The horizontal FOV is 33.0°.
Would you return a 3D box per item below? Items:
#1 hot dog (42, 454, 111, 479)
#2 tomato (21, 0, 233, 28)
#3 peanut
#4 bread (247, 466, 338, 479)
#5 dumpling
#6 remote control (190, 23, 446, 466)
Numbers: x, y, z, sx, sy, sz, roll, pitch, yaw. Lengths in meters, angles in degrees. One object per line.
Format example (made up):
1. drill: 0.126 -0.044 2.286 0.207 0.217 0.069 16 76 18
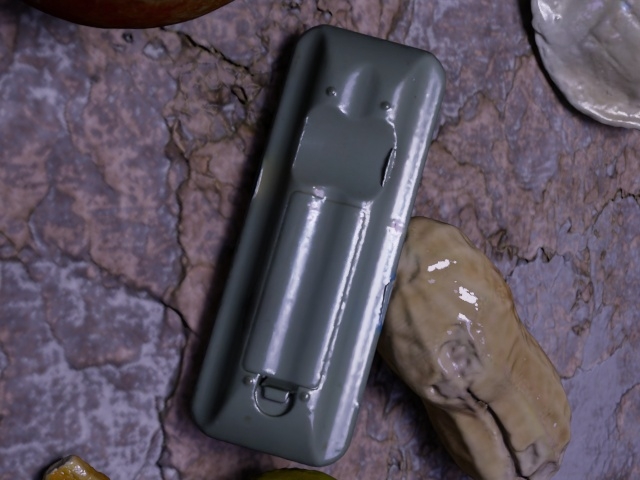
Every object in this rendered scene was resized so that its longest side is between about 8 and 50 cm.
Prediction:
1. hot dog: -0.152 0.208 0.792 0.044 0.028 0.137 -34 113 -2
2. tomato: -0.123 -0.267 0.662 0.270 0.222 0.270 -5 106 -18
3. peanut: 0.130 0.105 0.935 0.130 0.130 0.290 -48 120 -24
4. bread: -0.019 0.365 0.851 0.166 0.112 0.384 -17 103 -32
5. dumpling: 0.307 -0.200 1.056 0.252 0.131 0.179 13 110 -28
6. remote control: 0.000 0.000 0.837 0.128 0.065 0.335 15 82 5
